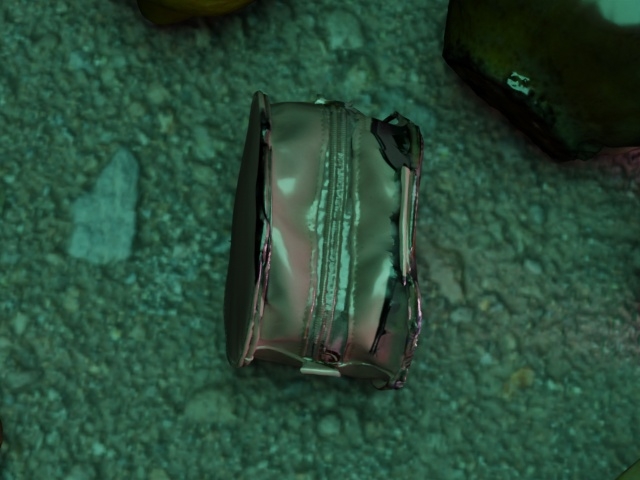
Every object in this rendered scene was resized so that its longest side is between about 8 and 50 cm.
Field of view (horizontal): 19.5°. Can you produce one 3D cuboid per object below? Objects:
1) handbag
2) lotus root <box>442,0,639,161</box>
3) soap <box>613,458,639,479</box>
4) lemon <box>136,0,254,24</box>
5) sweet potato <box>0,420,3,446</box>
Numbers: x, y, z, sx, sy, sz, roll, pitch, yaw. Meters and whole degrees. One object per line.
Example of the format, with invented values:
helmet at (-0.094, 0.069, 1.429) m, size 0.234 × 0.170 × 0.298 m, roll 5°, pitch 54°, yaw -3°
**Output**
handbag at (0.001, 0.000, 1.282) m, size 0.116 × 0.179 × 0.205 m, roll 4°, pitch 74°, yaw -8°
lotus root at (0.216, -0.185, 1.312) m, size 0.260 × 0.149 × 0.267 m, roll -38°, pitch 100°, yaw -6°
soap at (0.265, 0.286, 1.219) m, size 0.335 × 0.156 × 0.293 m, roll -36°, pitch 74°, yaw -13°
lemon at (-0.082, -0.270, 1.339) m, size 0.184 × 0.184 × 0.248 m, roll 12°, pitch 113°, yaw 1°
sweet potato at (-0.317, 0.208, 1.261) m, size 0.075 × 0.075 × 0.273 m, roll 43°, pitch 80°, yaw 10°
